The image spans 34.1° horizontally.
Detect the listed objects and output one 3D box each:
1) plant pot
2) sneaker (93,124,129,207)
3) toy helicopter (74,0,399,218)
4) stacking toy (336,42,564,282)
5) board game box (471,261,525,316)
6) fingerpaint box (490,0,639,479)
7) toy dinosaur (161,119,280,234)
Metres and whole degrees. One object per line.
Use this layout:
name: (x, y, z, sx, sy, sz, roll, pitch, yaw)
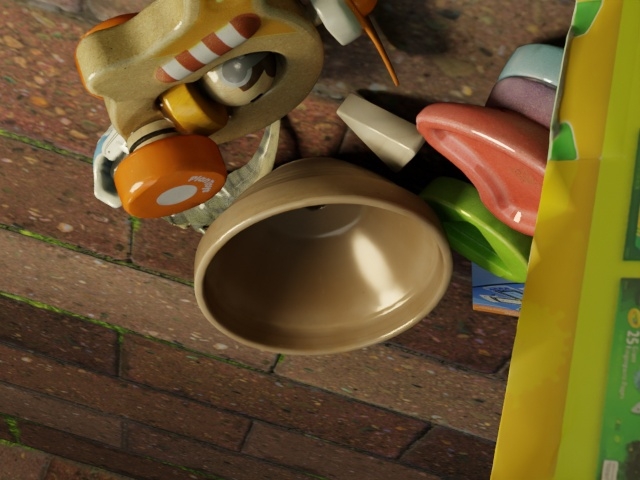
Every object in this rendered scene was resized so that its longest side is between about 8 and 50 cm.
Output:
plant pot: (0.000, 0.000, 0.982, 0.237, 0.110, 0.237, -3, 141, -3)
sneaker: (-0.151, -0.096, 0.964, 0.085, 0.086, 0.237, 26, 150, -16)
toy helicopter: (-0.052, -0.159, 0.706, 0.235, 0.140, 0.355, -17, 162, -10)
stacking toy: (0.190, -0.060, 0.882, 0.279, 0.130, 0.309, 26, 165, 48)
board game box: (0.296, 0.052, 1.066, 0.281, 0.027, 0.145, 9, 151, 14)
fingerpaint box: (0.298, -0.031, 0.448, 0.371, 0.445, 0.163, 1, 150, 27)
toy dinosaur: (-0.074, -0.037, 1.065, 0.118, 0.064, 0.268, 34, 145, -19)
